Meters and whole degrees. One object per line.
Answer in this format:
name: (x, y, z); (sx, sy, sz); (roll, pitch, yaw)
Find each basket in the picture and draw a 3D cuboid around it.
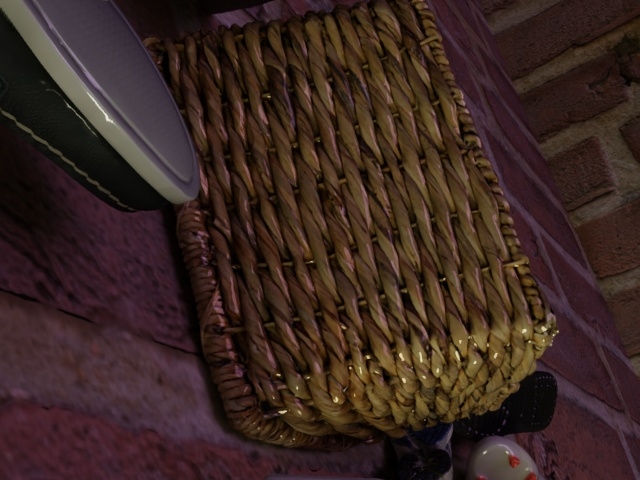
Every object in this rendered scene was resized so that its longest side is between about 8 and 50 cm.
basket: (0.000, 0.000, 0.765); (0.213, 0.223, 0.299); (103, -30, -66)

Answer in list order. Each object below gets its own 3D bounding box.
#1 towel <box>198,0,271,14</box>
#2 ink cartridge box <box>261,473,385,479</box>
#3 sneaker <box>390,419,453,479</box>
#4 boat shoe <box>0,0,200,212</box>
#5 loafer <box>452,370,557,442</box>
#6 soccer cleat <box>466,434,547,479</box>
towel: (-0.068, -0.319, 0.728); (0.056, 0.324, 0.312); (-49, 118, -27)
ink cartridge box: (-0.024, 0.267, 0.351); (0.296, 0.066, 0.261); (-42, 126, -63)
sneaker: (0.082, 0.184, 0.822); (0.135, 0.052, 0.058); (-60, 143, -75)
boat shoe: (-0.171, -0.118, 0.470); (0.302, 0.091, 0.114); (53, 14, -24)
loafer: (0.151, 0.153, 1.014); (0.220, 0.078, 0.080); (20, 79, -50)
soccer cleat: (0.185, 0.237, 1.001); (0.196, 0.068, 0.076); (49, 8, -38)
